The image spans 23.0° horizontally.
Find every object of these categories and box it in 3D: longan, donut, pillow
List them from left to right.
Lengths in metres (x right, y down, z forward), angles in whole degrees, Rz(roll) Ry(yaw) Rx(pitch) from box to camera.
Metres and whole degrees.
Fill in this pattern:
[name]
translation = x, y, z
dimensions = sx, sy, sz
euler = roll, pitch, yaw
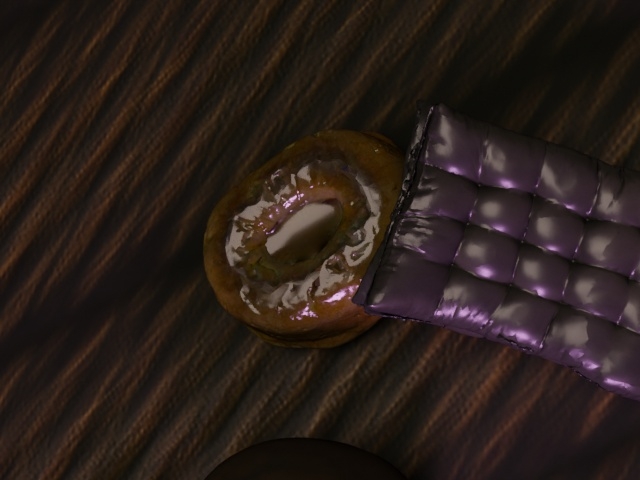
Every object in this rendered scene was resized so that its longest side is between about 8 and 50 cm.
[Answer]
[longan]
translation = -0.018, 0.322, 1.581
dimensions = 0.258, 0.258, 0.258
euler = -5, 76, 22
[donut]
translation = 0.000, 0.000, 1.702
dimensions = 0.261, 0.128, 0.208
euler = -41, 68, 10
[pillow]
translation = 0.217, 0.013, 1.578
dimensions = 0.326, 0.101, 0.228
euler = 19, 87, -2
